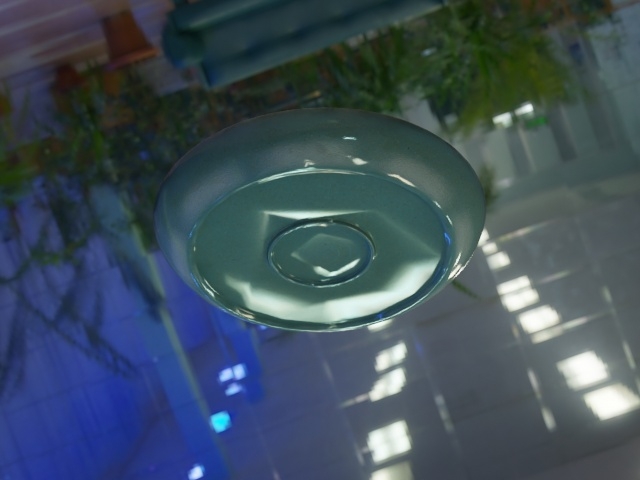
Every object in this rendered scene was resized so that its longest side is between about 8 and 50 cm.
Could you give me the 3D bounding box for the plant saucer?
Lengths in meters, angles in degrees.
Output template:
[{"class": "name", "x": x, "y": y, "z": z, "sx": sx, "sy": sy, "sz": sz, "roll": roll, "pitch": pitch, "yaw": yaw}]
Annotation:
[{"class": "plant saucer", "x": 0.000, "y": 0.000, "z": 1.153, "sx": 0.317, "sy": 0.044, "sz": 0.318, "roll": -1, "pitch": 142, "yaw": -1}]
